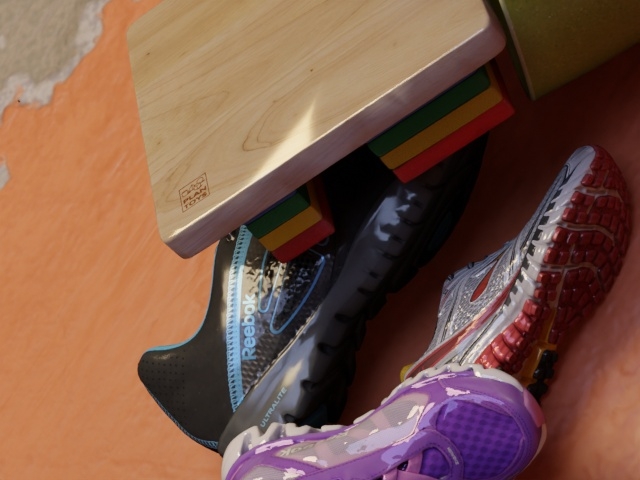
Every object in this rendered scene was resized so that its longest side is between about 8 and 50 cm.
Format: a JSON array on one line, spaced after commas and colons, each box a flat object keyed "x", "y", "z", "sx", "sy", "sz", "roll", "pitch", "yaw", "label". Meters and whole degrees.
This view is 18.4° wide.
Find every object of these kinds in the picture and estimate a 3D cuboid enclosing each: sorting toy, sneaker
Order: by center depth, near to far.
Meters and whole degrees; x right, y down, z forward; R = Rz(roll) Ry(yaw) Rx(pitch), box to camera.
[{"x": 0.032, "y": 0.156, "z": 1.268, "sx": 0.236, "sy": 0.095, "sz": 0.104, "roll": -20, "pitch": 15, "yaw": 22, "label": "sneaker"}, {"x": 0.128, "y": 0.030, "z": 1.338, "sx": 0.092, "sy": 0.088, "sz": 0.225, "roll": 31, "pitch": 87, "yaw": 40, "label": "sneaker"}, {"x": 0.004, "y": -0.121, "z": 1.357, "sx": 0.257, "sy": 0.089, "sz": 0.255, "roll": -33, "pitch": 38, "yaw": 15, "label": "sorting toy"}, {"x": 0.000, "y": 0.000, "z": 1.392, "sx": 0.139, "sy": 0.125, "sz": 0.341, "roll": 32, "pitch": 87, "yaw": 17, "label": "sneaker"}]

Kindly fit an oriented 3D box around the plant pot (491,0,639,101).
[{"x": 0.230, "y": -0.273, "z": 1.329, "sx": 0.293, "sy": 0.275, "sz": 0.275, "roll": -21, "pitch": 57, "yaw": 5, "label": "plant pot"}]
